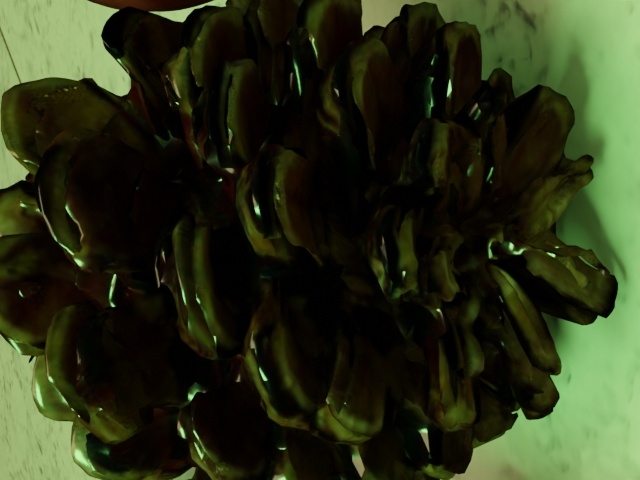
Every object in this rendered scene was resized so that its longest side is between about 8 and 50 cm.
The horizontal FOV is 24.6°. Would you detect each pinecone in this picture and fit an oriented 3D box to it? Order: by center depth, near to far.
[{"bbox_3d":[0.000,0.000,0.544,0.221,0.221,0.221,30,124,59],"label":"pinecone"}]

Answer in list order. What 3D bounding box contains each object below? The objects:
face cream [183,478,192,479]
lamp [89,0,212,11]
[{"bbox_3d":[-0.068,0.251,0.869,0.096,0.096,0.214,-32,69,63],"label":"face cream"},{"bbox_3d":[-0.057,-0.202,0.575,0.227,0.227,0.226,30,124,59],"label":"lamp"}]
